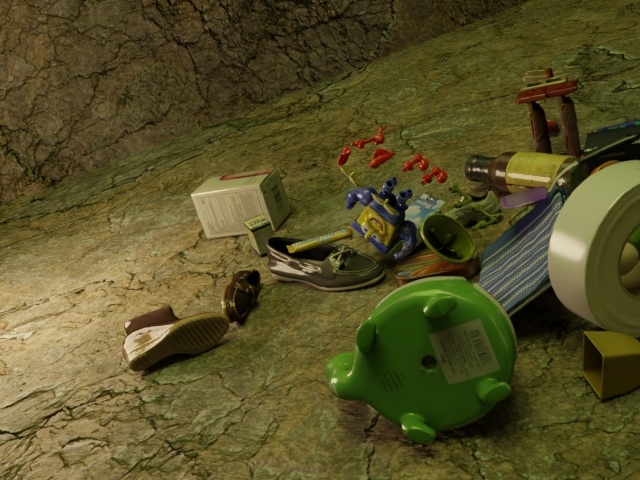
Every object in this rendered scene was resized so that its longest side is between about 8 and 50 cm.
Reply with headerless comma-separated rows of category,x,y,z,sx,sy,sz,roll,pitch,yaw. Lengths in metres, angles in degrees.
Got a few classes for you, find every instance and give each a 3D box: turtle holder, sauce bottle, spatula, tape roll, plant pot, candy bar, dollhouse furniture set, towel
turtle holder,0.174,0.197,1.407,0.320,0.243,0.227,-53,-5,21
sauce bottle,0.494,-0.163,2.067,0.111,0.112,0.344,-31,28,-28
spatula,0.493,-0.136,1.686,0.296,0.030,0.084,-32,13,19
tape roll,0.525,0.015,1.429,0.286,0.286,0.100,-25,24,-15
plant pot,0.468,0.191,1.344,0.083,0.081,0.081,-7,23,-4
candy bar,0.000,0.000,1.979,0.161,0.018,0.040,-17,25,-9
dollhouse furniture set,0.625,-0.334,2.261,0.152,0.201,0.374,-9,18,21
towel,0.384,0.036,1.649,0.243,0.040,0.336,-45,8,29

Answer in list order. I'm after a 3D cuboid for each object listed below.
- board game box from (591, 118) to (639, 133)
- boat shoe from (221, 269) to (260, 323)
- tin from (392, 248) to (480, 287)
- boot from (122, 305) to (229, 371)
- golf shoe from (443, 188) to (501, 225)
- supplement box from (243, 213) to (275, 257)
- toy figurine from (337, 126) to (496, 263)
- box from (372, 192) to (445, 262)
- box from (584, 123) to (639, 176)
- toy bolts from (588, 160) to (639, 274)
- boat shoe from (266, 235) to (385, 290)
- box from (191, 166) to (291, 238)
board game box,0.775,-0.239,2.110,0.160,0.047,0.210,-14,24,10
boat shoe,-0.181,0.121,1.983,0.073,0.073,0.207,-17,23,9
tin,0.252,0.060,1.847,0.189,0.040,0.106,-12,28,16
boot,-0.332,0.188,1.922,0.248,0.090,0.207,-24,25,-3
golf shoe,0.337,-0.075,2.024,0.176,0.086,0.069,-14,25,14
supplement box,-0.156,-0.013,2.252,0.056,0.083,0.083,-23,24,-13
toy figurine,0.181,-0.050,1.913,0.362,0.217,0.191,39,53,11
box,0.213,-0.032,2.016,0.178,0.042,0.109,-41,28,-10
box,0.637,-0.123,1.749,0.153,0.207,0.108,-7,23,24
toy bolts,0.572,-0.026,1.592,0.228,0.218,0.158,-33,13,-15
boat shoe,-0.003,0.046,1.990,0.335,0.096,0.112,3,31,41
box,-0.223,-0.106,2.426,0.232,0.149,0.127,-6,26,26
